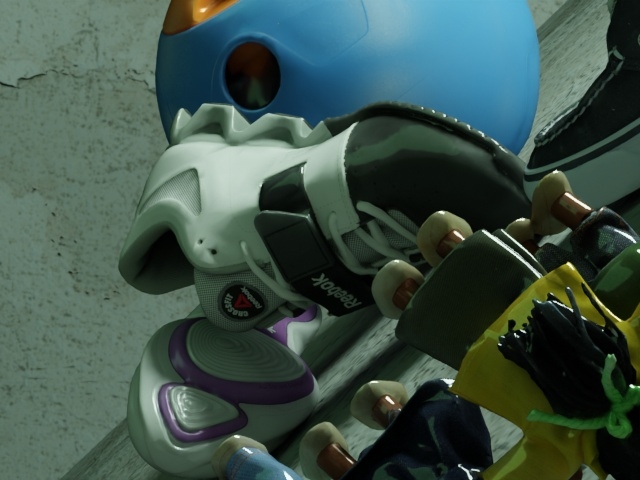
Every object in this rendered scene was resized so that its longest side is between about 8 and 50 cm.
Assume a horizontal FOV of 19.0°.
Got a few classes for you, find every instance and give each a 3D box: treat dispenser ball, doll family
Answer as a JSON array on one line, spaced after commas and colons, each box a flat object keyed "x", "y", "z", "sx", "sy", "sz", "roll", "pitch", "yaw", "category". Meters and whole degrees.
[{"x": 0.021, "y": -0.124, "z": 1.435, "sx": 0.288, "sy": 0.288, "sz": 0.288, "roll": -43, "pitch": 3, "yaw": 3, "category": "treat dispenser ball"}, {"x": 0.044, "y": 0.061, "z": 0.515, "sx": 0.193, "sy": 0.111, "sz": 0.076, "roll": -49, "pitch": -36, "yaw": 0, "category": "doll family"}]

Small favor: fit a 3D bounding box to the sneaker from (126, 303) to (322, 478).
[{"x": -0.070, "y": 0.117, "z": 1.300, "sx": 0.152, "sy": 0.114, "sz": 0.305, "roll": -62, "pitch": -2, "yaw": 16, "category": "sneaker"}]

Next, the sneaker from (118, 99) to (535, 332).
[{"x": 0.000, "y": 0.000, "z": 1.186, "sx": 0.330, "sy": 0.122, "sz": 0.146, "roll": 1, "pitch": 55, "yaw": 49, "category": "sneaker"}]

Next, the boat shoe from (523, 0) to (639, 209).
[{"x": 0.189, "y": -0.118, "z": 0.930, "sx": 0.301, "sy": 0.102, "sz": 0.108, "roll": -40, "pitch": 5, "yaw": 44, "category": "boat shoe"}]
